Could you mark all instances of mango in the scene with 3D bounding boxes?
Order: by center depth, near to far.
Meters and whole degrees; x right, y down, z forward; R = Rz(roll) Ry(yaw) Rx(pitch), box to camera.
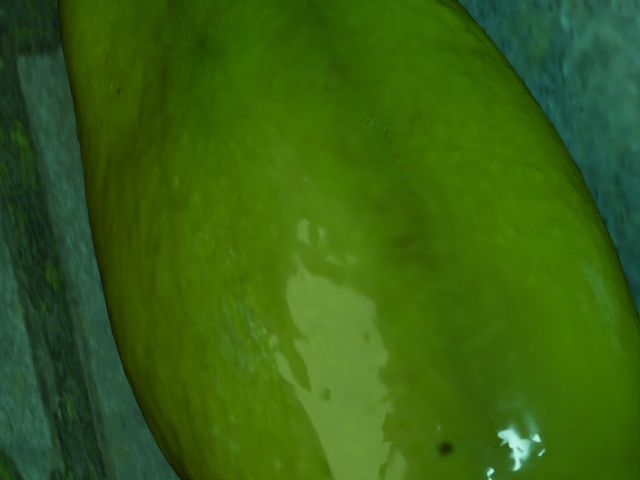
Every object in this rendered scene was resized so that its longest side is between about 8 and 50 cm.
[{"bbox_3d":[0.000,0.000,0.579,0.317,0.119,0.176,63,147,24],"label":"mango"}]
